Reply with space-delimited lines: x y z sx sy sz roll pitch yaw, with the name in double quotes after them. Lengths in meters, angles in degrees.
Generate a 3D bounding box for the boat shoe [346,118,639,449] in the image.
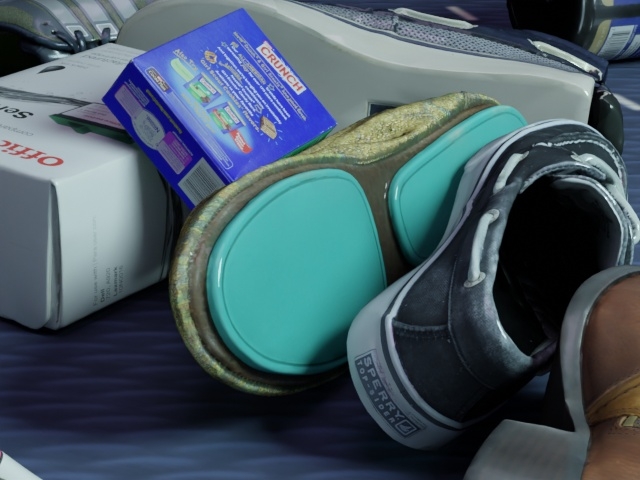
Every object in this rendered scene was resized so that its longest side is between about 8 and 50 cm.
0.118 0.000 0.943 0.102 0.108 0.301 -33 4 35 "boat shoe"

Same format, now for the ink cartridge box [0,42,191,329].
-0.141 -0.040 1.079 0.160 0.092 0.219 16 26 31 "ink cartridge box"

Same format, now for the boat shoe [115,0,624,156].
0.040 -0.100 1.234 0.341 0.127 0.158 15 18 9 "boat shoe"

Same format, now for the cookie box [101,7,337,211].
-0.055 -0.072 1.020 0.092 0.040 0.107 51 40 5 "cookie box"

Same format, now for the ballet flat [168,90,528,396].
0.000 0.000 0.992 0.123 0.123 0.348 15 25 28 "ballet flat"

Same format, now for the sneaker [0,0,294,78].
-0.158 -0.136 1.325 0.300 0.111 0.121 0 32 8 "sneaker"

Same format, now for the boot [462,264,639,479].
0.223 0.106 0.764 0.280 0.096 0.264 14 19 18 "boot"

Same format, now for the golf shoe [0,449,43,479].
-0.163 0.098 0.777 0.186 0.067 0.086 16 25 31 "golf shoe"

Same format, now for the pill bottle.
0.275 -0.214 1.503 0.219 0.122 0.123 -8 24 -25 "pill bottle"
